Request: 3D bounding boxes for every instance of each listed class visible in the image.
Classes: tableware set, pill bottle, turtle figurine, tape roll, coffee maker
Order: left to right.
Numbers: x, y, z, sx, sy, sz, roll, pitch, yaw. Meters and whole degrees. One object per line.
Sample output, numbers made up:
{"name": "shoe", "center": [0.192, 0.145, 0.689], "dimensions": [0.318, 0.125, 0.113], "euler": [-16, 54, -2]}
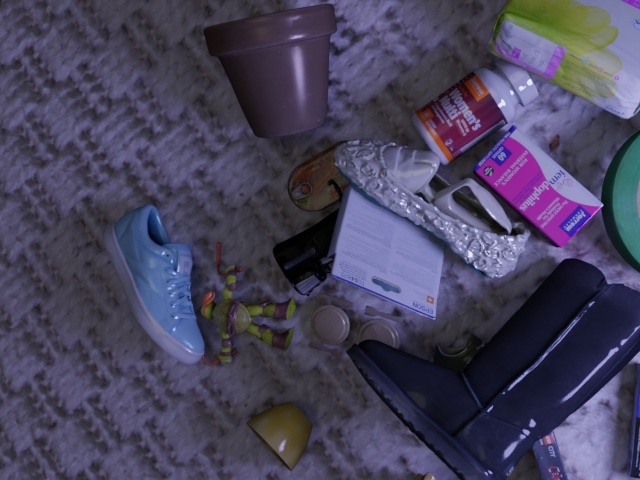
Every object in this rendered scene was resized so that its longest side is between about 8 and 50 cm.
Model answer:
{"name": "turtle figurine", "center": [-0.165, 0.147, 1.521], "dimensions": [0.217, 0.087, 0.270], "euler": [8, 92, 14]}
{"name": "coffee maker", "center": [0.000, 0.000, 1.465], "dimensions": [0.178, 0.120, 0.171], "euler": [-29, 67, 18]}
{"name": "tableware set", "center": [0.074, 0.184, 1.486], "dimensions": [0.194, 0.039, 0.128], "euler": [16, 106, 20]}
{"name": "pill bottle", "center": [0.293, -0.251, 1.382], "dimensions": [0.221, 0.121, 0.121], "euler": [-35, 82, 13]}
{"name": "tape roll", "center": [0.672, -0.072, 1.285], "dimensions": [0.321, 0.077, 0.322], "euler": [0, 91, 6]}

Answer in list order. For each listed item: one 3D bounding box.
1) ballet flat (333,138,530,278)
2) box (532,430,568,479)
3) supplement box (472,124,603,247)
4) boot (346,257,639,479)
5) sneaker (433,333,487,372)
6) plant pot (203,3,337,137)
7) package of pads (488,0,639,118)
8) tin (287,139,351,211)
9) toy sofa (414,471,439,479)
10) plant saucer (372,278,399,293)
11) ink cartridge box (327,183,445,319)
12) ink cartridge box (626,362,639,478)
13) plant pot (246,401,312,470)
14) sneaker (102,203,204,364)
{"name": "ballet flat", "center": [0.222, -0.091, 1.364], "dimensions": [0.408, 0.147, 0.147], "euler": [35, 99, -3]}
{"name": "box", "center": [0.434, 0.446, 1.330], "dimensions": [0.044, 0.159, 0.233], "euler": [-17, 86, 14]}
{"name": "supplement box", "center": [0.404, -0.098, 1.360], "dimensions": [0.220, 0.114, 0.111], "euler": [43, 99, 9]}
{"name": "boot", "center": [0.321, 0.184, 1.313], "dimensions": [0.445, 0.146, 0.367], "euler": [-43, 61, -8]}
{"name": "sneaker", "center": [0.312, 0.225, 1.408], "dimensions": [0.192, 0.064, 0.086], "euler": [-11, 92, 17]}
{"name": "plant pot", "center": [-0.083, -0.331, 1.437], "dimensions": [0.262, 0.263, 0.230], "euler": [-6, 108, 15]}
{"name": "package of pads", "center": [0.476, -0.370, 1.294], "dimensions": [0.296, 0.101, 0.229], "euler": [31, 61, 13]}
{"name": "tin", "center": [0.022, -0.131, 1.498], "dimensions": [0.189, 0.040, 0.106], "euler": [-28, 80, 13]}
{"name": "toy sofa", "center": [0.315, 0.603, 1.385], "dimensions": [0.362, 0.177, 0.150], "euler": [28, 72, 13]}
{"name": "plant saucer", "center": [0.156, 0.063, 1.471], "dimensions": [0.119, 0.021, 0.120], "euler": [0, 90, 15]}
{"name": "ink cartridge box", "center": [0.127, 0.024, 1.362], "dimensions": [0.223, 0.045, 0.224], "euler": [24, 55, -13]}
{"name": "ink cartridge box", "center": [0.629, 0.338, 1.337], "dimensions": [0.097, 0.046, 0.207], "euler": [5, 91, 14]}
{"name": "plant pot", "center": [-0.072, 0.391, 1.488], "dimensions": [0.095, 0.134, 0.134], "euler": [-42, 79, -17]}
{"name": "sneaker", "center": [-0.327, 0.082, 1.528], "dimensions": [0.150, 0.135, 0.366], "euler": [-37, 77, 16]}
